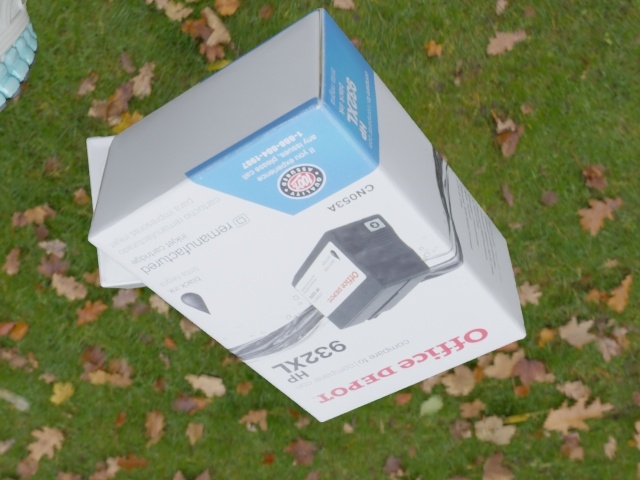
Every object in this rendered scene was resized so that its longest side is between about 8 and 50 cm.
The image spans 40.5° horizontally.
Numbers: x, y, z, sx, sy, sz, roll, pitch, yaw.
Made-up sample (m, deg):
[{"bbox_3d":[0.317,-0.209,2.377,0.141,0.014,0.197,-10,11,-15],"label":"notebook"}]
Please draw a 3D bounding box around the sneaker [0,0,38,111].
[{"bbox_3d":[-0.229,-0.193,0.531,0.110,0.283,0.122,-21,139,14],"label":"sneaker"}]

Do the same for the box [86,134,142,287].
[{"bbox_3d":[-0.185,-0.037,0.999,0.130,0.091,0.171,-7,85,5],"label":"box"}]

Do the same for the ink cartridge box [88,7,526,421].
[{"bbox_3d":[0.000,0.000,0.730,0.223,0.129,0.307,-27,130,23],"label":"ink cartridge box"}]
